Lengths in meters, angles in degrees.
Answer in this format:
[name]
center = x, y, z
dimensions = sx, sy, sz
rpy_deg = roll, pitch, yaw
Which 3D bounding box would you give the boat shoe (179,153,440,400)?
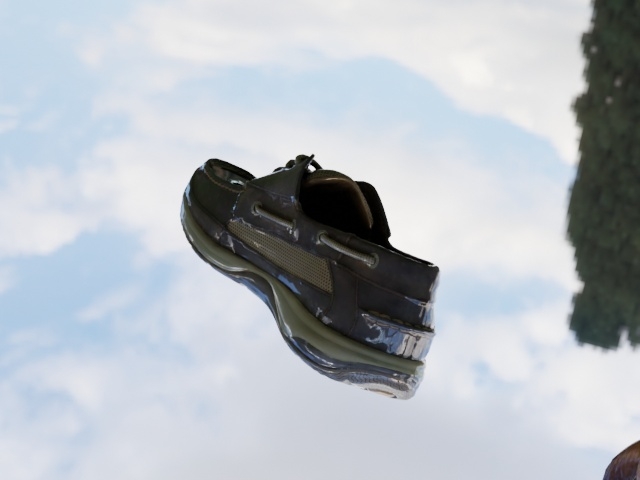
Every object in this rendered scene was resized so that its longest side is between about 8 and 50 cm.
[boat shoe]
center = 0.000, 0.000, 1.216
dimensions = 0.132, 0.130, 0.355
rpy_deg = 18, -166, -38

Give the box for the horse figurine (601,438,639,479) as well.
[horse figurine]
center = 0.254, 0.149, 0.793
dimensions = 0.263, 0.174, 0.066
rpy_deg = -5, -165, 39
